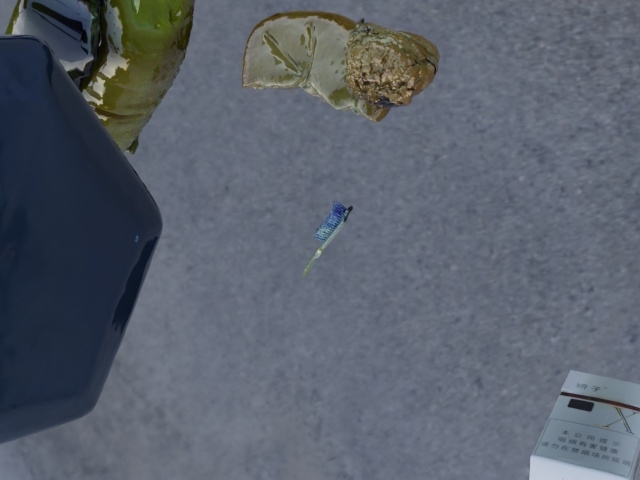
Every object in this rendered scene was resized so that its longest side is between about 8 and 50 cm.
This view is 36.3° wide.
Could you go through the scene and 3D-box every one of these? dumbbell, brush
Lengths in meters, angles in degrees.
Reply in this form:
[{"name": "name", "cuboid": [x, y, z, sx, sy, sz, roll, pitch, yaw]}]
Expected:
[{"name": "dumbbell", "cuboid": [-0.214, -0.019, 0.429, 0.325, 0.144, 0.160, 13, 141, 46]}, {"name": "brush", "cuboid": [0.000, 0.000, 1.382, 0.030, 0.033, 0.178, 24, 147, -8]}]

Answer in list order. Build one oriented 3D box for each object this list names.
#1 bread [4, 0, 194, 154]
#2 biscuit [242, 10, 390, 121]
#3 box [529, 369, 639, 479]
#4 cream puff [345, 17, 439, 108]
[{"name": "bread", "cuboid": [-0.282, -0.228, 1.194, 0.376, 0.208, 0.251, -46, 26, 52]}, {"name": "biscuit", "cuboid": [0.002, -0.282, 1.516, 0.299, 0.045, 0.154, 19, 82, 33]}, {"name": "box", "cuboid": [0.248, 0.175, 0.878, 0.084, 0.154, 0.040, 7, 116, 25]}, {"name": "cream puff", "cuboid": [0.084, -0.222, 1.251, 0.119, 0.133, 0.104, 21, 91, 28]}]
